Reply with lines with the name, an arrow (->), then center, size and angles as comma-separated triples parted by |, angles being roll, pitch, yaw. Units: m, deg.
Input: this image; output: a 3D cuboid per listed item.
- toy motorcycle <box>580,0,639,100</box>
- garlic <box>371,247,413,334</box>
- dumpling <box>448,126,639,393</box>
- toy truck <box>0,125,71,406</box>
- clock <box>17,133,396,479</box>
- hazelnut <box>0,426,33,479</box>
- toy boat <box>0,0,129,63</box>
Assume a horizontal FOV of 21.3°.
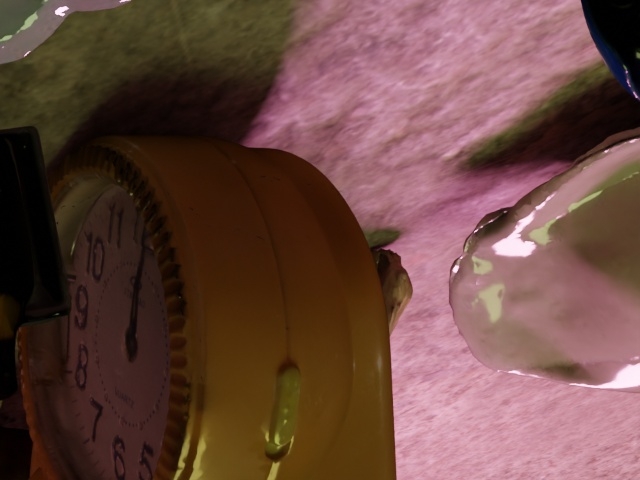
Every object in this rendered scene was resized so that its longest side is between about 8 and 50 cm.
toy motorcycle -> 0.242, -0.151, 0.800 | 0.196, 0.125, 0.331 | -7, 162, -24
garlic -> -0.020, 0.112, 1.218 | 0.253, 0.245, 0.245 | -49, 160, -7
dumpling -> 0.264, -0.012, 1.128 | 0.341, 0.181, 0.260 | 9, 142, 15
toy truck -> -0.327, 0.028, 0.755 | 0.405, 0.181, 0.254 | -9, 172, -24
clock -> -0.069, 0.096, 0.955 | 0.200, 0.317, 0.244 | -6, -162, -34
hazelnut -> -0.229, 0.299, 1.291 | 0.372, 0.315, 0.372 | 10, 155, 4
toy boat -> -0.114, -0.152, 0.550 | 0.290, 0.100, 0.199 | -28, 157, 32
